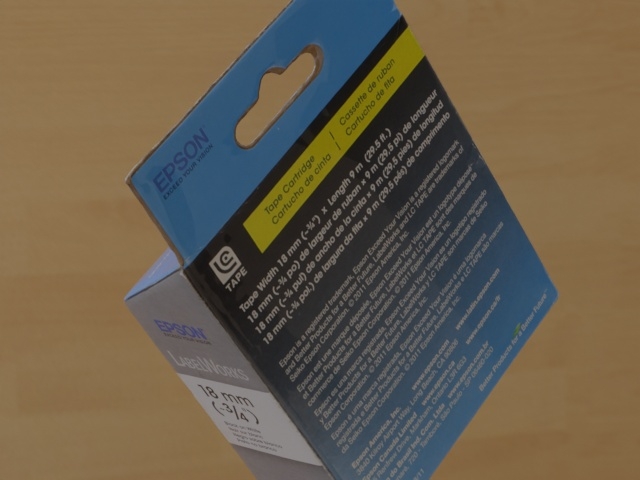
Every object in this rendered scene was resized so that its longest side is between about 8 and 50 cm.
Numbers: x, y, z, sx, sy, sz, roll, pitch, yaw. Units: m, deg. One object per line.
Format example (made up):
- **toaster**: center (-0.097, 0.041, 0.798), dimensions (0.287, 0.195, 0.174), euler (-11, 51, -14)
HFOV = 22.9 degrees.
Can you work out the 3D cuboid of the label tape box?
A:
- **label tape box**: center (0.000, 0.000, 1.050), dimensions (0.241, 0.106, 0.334), euler (-51, 126, -27)
